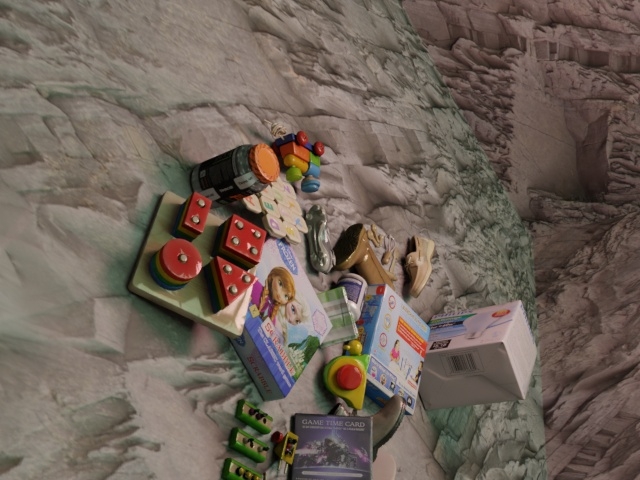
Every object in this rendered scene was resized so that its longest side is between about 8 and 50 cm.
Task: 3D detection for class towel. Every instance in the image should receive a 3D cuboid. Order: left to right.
[{"bbox_3d":[0.034,0.214,1.785,0.023,0.113,0.152,108,-34,-87],"label":"towel"}]

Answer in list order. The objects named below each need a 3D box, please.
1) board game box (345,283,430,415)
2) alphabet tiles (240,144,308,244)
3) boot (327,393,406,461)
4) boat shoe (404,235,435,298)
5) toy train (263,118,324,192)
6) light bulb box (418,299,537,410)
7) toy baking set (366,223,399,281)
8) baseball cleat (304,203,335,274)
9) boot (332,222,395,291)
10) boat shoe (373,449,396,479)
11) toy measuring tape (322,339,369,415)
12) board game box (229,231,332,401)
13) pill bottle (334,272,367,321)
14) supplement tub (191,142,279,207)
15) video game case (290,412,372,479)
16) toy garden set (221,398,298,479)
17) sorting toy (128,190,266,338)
[{"bbox_3d":[0.209,0.338,1.978,0.308,0.086,0.302,45,51,-39],"label":"board game box"},{"bbox_3d":[-0.130,-0.122,1.695,0.278,0.021,0.284,24,40,-53],"label":"alphabet tiles"},{"bbox_3d":[0.104,0.470,1.663,0.161,0.083,0.246,40,72,-6],"label":"boot"},{"bbox_3d":[0.358,0.093,2.404,0.098,0.109,0.302,24,44,-2],"label":"boat shoe"},{"bbox_3d":[-0.084,-0.232,1.814,0.248,0.105,0.143,22,57,-54],"label":"toy train"},{"bbox_3d":[0.550,0.405,2.291,0.361,0.358,0.225,-36,108,-60],"label":"light bulb box"},{"bbox_3d":[0.231,0.049,2.269,0.256,0.030,0.196,31,50,-49],"label":"toy baking set"},{"bbox_3d":[0.000,0.000,1.893,0.109,0.072,0.205,41,46,-63],"label":"baseball cleat"},{"bbox_3d":[0.143,0.110,2.039,0.269,0.089,0.236,63,37,-24],"label":"boot"},{"bbox_3d":[0.105,0.699,1.653,0.340,0.127,0.158,-43,144,-60],"label":"boat shoe"},{"bbox_3d":[0.053,0.431,1.736,0.121,0.121,0.330,25,72,-52],"label":"toy measuring tape"},{"bbox_3d":[-0.116,0.173,1.596,0.318,0.066,0.318,63,31,-16],"label":"board game box"},{"bbox_3d":[0.077,0.185,1.882,0.094,0.094,0.169,55,34,-28],"label":"pill bottle"},{"bbox_3d":[-0.198,-0.154,1.503,0.117,0.190,0.117,32,49,-48],"label":"supplement tub"},{"bbox_3d":[0.027,0.557,1.540,0.026,0.196,0.274,98,-5,-59],"label":"video game case"},{"bbox_3d":[-0.125,0.505,1.429,0.204,0.049,0.244,46,40,-38],"label":"toy garden set"},{"bbox_3d":[-0.239,0.037,1.364,0.257,0.089,0.255,30,48,-25],"label":"sorting toy"}]
